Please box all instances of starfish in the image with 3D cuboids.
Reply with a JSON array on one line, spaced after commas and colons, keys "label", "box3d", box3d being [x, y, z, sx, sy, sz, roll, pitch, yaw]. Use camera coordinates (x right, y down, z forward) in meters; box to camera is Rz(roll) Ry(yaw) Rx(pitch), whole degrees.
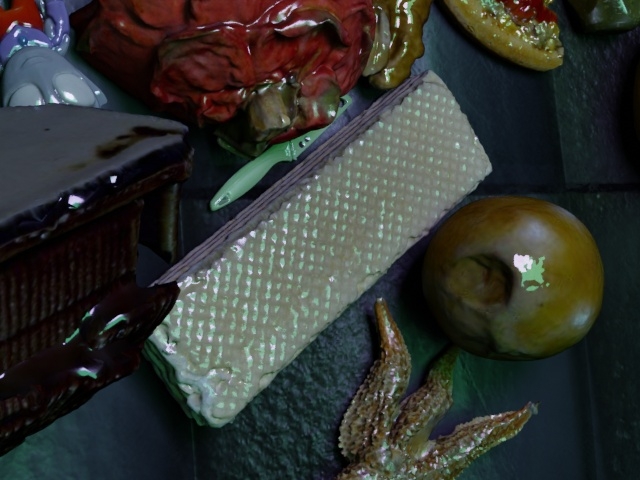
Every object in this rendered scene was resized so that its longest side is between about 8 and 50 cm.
[{"label": "starfish", "box3d": [0.096, 0.221, 1.221, 0.301, 0.084, 0.293, 41, 67, -17]}]

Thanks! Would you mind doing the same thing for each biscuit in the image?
[{"label": "biscuit", "box3d": [0.000, 0.000, 1.188, 0.426, 0.078, 0.144, -40, 106, -28]}]

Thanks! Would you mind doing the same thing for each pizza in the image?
[{"label": "pizza", "box3d": [0.224, -0.301, 1.371, 0.188, 0.062, 0.199, 26, 70, -29]}]

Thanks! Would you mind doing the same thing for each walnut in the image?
[{"label": "walnut", "box3d": [0.046, -0.241, 1.248, 0.143, 0.069, 0.170, 16, 81, -26]}]

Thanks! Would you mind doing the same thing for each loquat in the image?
[{"label": "loquat", "box3d": [0.197, 0.039, 1.231, 0.227, 0.179, 0.179, 3, 82, -66]}]

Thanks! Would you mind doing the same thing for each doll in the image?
[{"label": "doll", "box3d": [-0.240, -0.125, 1.058, 0.102, 0.075, 0.227, -19, 84, -15]}]

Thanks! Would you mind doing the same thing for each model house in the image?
[{"label": "model house", "box3d": [-0.283, 0.055, 0.959, 0.317, 0.297, 0.282, -34, 135, -45]}]

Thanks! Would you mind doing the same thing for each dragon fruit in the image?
[{"label": "dragon fruit", "box3d": [-0.039, -0.192, 1.102, 0.317, 0.152, 0.205, -32, 101, -17]}]

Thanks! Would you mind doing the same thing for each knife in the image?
[{"label": "knife", "box3d": [-0.037, -0.088, 1.212, 0.207, 0.014, 0.030, -43, 105, -29]}]

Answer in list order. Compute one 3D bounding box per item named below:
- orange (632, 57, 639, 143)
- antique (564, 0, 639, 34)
[{"label": "orange", "box3d": [0.496, -0.172, 1.409, 0.274, 0.274, 0.274, 4, 83, -31]}, {"label": "antique", "box3d": [0.328, -0.352, 1.427, 0.080, 0.081, 0.221, -3, 86, -31]}]
